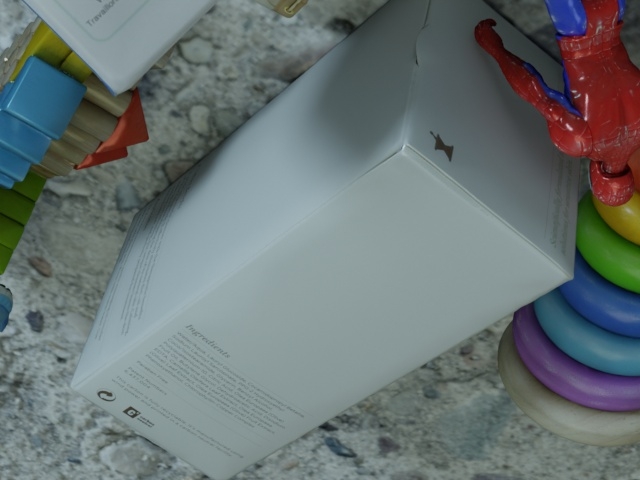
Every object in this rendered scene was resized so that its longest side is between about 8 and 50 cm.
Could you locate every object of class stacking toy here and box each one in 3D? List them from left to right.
[{"bbox_3d":[0.226,-0.009,0.982,0.141,0.141,0.330,13,132,2],"label":"stacking toy"}]

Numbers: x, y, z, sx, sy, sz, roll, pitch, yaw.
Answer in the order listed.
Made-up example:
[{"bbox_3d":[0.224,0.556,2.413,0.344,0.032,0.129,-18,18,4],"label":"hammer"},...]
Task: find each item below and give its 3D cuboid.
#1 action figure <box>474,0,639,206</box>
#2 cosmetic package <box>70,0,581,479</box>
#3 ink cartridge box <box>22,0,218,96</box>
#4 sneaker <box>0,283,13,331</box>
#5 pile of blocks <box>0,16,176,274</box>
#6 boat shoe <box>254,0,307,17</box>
[{"bbox_3d":[0.144,-0.158,0.863,0.091,0.139,0.280,-20,111,-15],"label":"action figure"},{"bbox_3d":[0.000,0.000,0.995,0.155,0.197,0.365,37,133,-22],"label":"cosmetic package"},{"bbox_3d":[-0.146,-0.309,0.669,0.270,0.151,0.395,-44,120,1],"label":"ink cartridge box"},{"bbox_3d":[-0.288,0.063,1.069,0.063,0.073,0.162,3,175,15],"label":"sneaker"},{"bbox_3d":[-0.204,-0.060,1.020,0.113,0.149,0.362,29,136,-24],"label":"pile of blocks"},{"bbox_3d":[0.014,-0.195,0.894,0.059,0.063,0.170,36,141,-25],"label":"boat shoe"}]
